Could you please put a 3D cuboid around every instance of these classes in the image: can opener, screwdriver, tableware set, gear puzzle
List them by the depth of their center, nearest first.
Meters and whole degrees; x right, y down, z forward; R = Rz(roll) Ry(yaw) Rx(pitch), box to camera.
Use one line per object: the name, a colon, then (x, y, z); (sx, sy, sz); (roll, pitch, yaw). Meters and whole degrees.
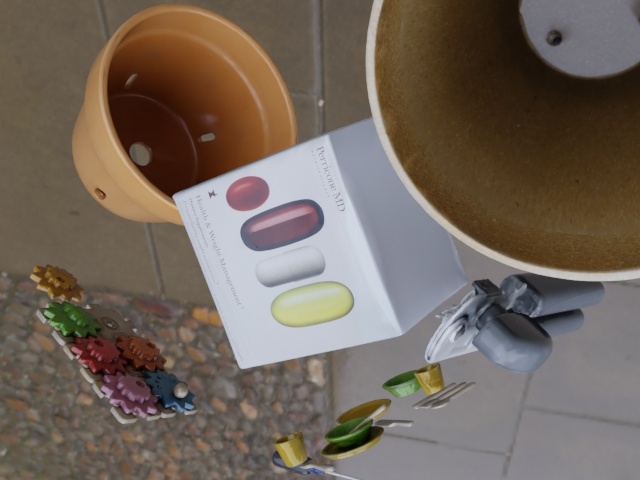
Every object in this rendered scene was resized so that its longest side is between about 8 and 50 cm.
tableware set: (0.036, 0.130, 0.643); (0.104, 0.154, 0.024); (-18, 94, 60)
can opener: (0.189, 0.076, 0.763); (0.093, 0.280, 0.074); (45, 118, 25)
screwdriver: (0.017, 0.270, 0.978); (0.170, 0.024, 0.025); (3, 120, 30)
gear puzzle: (-0.318, 0.137, 1.257); (0.339, 0.175, 0.044); (43, 107, 28)

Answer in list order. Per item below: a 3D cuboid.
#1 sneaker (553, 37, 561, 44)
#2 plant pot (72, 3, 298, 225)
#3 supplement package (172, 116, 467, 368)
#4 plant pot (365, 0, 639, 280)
sneaker: (0.325, -0.333, 1.104); (0.104, 0.125, 0.262); (26, 173, 26)
plant pot: (-0.204, -0.143, 1.143); (0.291, 0.291, 0.203); (39, 145, -23)
supplement package: (0.000, 0.000, 0.836); (0.203, 0.149, 0.194); (-18, 96, 36)
plant pot: (0.172, -0.135, 0.533); (0.237, 0.254, 0.237); (7, 115, 15)
